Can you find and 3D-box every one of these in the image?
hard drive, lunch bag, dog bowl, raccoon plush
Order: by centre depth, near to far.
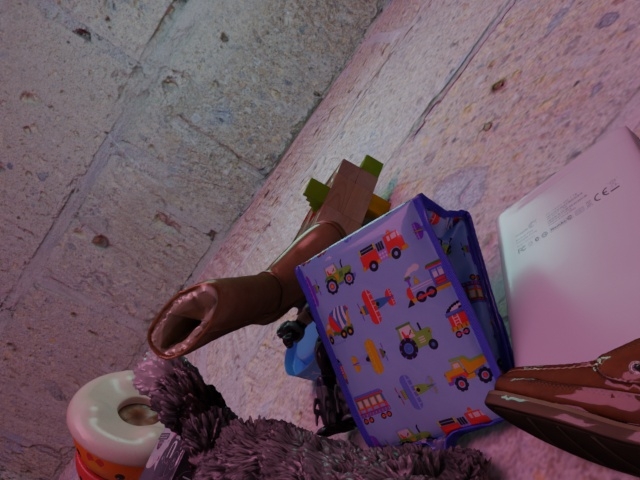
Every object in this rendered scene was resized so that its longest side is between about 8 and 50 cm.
[{"bbox_3d":[-0.036,0.236,0.619,0.299,0.446,0.216,-51,-10,24],"label":"raccoon plush"},{"bbox_3d":[0.304,0.027,0.628,0.210,0.040,0.319,-43,23,37],"label":"hard drive"},{"bbox_3d":[0.116,0.127,0.698,0.221,0.138,0.293,-32,62,34],"label":"lunch bag"},{"bbox_3d":[0.045,0.149,1.039,0.297,0.074,0.166,-51,19,16],"label":"dog bowl"}]

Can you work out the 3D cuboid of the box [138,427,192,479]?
[{"bbox_3d":[-0.278,0.486,1.196,0.247,0.142,0.163,-28,34,55],"label":"box"}]

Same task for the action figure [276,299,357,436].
[{"bbox_3d":[0.019,0.161,0.893,0.185,0.099,0.285,-34,54,34],"label":"action figure"}]

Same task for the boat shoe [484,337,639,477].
[{"bbox_3d":[0.278,0.130,0.435,0.307,0.110,0.104,-4,54,54],"label":"boat shoe"}]

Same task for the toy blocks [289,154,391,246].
[{"bbox_3d":[0.000,0.000,1.285,0.261,0.190,0.381,-50,13,55],"label":"toy blocks"}]

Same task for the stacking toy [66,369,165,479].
[{"bbox_3d":[-0.531,0.634,1.487,0.350,0.350,0.480,-113,39,-68],"label":"stacking toy"}]

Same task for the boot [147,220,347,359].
[{"bbox_3d":[-0.086,0.066,0.794,0.236,0.089,0.269,-50,-17,15],"label":"boot"}]
